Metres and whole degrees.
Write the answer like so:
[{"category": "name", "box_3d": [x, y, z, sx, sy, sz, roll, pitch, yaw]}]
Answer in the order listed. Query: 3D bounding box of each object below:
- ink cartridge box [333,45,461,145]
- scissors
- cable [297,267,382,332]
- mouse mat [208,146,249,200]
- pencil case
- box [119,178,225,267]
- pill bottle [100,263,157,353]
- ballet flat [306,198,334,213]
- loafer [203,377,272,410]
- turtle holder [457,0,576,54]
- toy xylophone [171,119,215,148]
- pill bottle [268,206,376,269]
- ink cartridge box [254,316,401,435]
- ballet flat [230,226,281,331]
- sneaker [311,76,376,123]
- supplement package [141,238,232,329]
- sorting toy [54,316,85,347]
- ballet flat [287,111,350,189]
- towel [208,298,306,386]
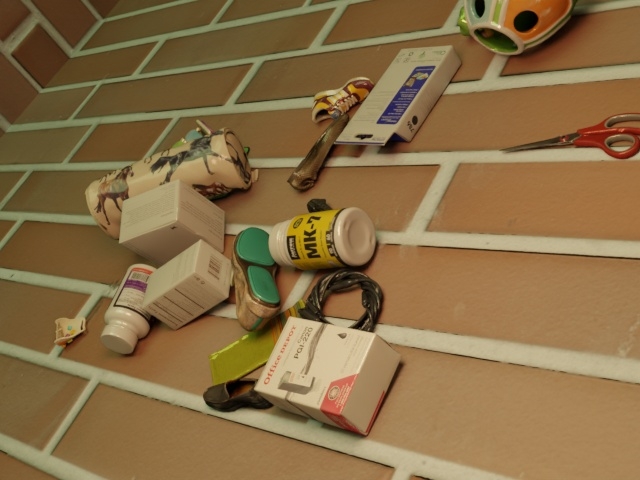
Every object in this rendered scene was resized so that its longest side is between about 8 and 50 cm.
[{"category": "ink cartridge box", "box_3d": [0.183, -0.323, 1.965, 0.165, 0.065, 0.333, 11, 57, 46]}, {"category": "scissors", "box_3d": [0.492, -0.202, 1.613, 0.297, 0.021, 0.109, 7, 58, 46]}, {"category": "cable", "box_3d": [0.050, 0.126, 1.617, 0.150, 0.047, 0.184, -41, 39, -17]}, {"category": "mouse mat", "box_3d": [-0.274, -0.172, 2.240, 0.152, 0.007, 0.190, -10, 46, 33]}, {"category": "pencil case", "box_3d": [-0.369, -0.140, 2.107, 0.410, 0.183, 0.160, -21, 54, 6]}, {"category": "box", "box_3d": [-0.349, -0.032, 1.988, 0.181, 0.181, 0.119, -18, 56, 26]}, {"category": "pill bottle", "box_3d": [-0.431, 0.159, 1.931, 0.108, 0.108, 0.194, -10, 45, 33]}, {"category": "ballet flat", "box_3d": [0.027, -0.055, 1.817, 0.049, 0.057, 0.173, -26, 36, -19]}, {"category": "loafer", "box_3d": [-0.164, 0.287, 1.605, 0.170, 0.061, 0.062, -13, 44, 32]}, {"category": "turtle holder", "box_3d": [0.414, -0.545, 1.863, 0.320, 0.243, 0.227, 25, 85, 41]}, {"category": "toy xylophone", "box_3d": [-0.420, -0.197, 2.320, 0.323, 0.081, 0.236, -49, 37, -9]}, {"category": "pill bottle", "box_3d": [0.000, 0.000, 1.721, 0.208, 0.119, 0.119, -7, 46, 42]}, {"category": "ink cartridge box", "box_3d": [0.010, 0.233, 1.479, 0.217, 0.092, 0.159, 5, 61, 45]}, {"category": "ballet flat", "box_3d": [-0.150, 0.083, 1.776, 0.316, 0.107, 0.106, -99, 33, -61]}, {"category": "sneaker", "box_3d": [0.059, -0.345, 2.100, 0.185, 0.069, 0.084, -17, 50, 36]}, {"category": "supplement package", "box_3d": [-0.293, 0.100, 1.852, 0.179, 0.105, 0.105, -32, 36, 30]}, {"category": "sorting toy", "box_3d": [-0.618, 0.223, 2.081, 0.075, 0.045, 0.083, -27, 37, 3]}, {"category": "ballet flat", "box_3d": [0.007, -0.211, 2.009, 0.250, 0.058, 0.084, -55, 3, -29]}, {"category": "towel", "box_3d": [-0.122, 0.211, 1.686, 0.237, 0.021, 0.102, -32, 36, 10]}]
